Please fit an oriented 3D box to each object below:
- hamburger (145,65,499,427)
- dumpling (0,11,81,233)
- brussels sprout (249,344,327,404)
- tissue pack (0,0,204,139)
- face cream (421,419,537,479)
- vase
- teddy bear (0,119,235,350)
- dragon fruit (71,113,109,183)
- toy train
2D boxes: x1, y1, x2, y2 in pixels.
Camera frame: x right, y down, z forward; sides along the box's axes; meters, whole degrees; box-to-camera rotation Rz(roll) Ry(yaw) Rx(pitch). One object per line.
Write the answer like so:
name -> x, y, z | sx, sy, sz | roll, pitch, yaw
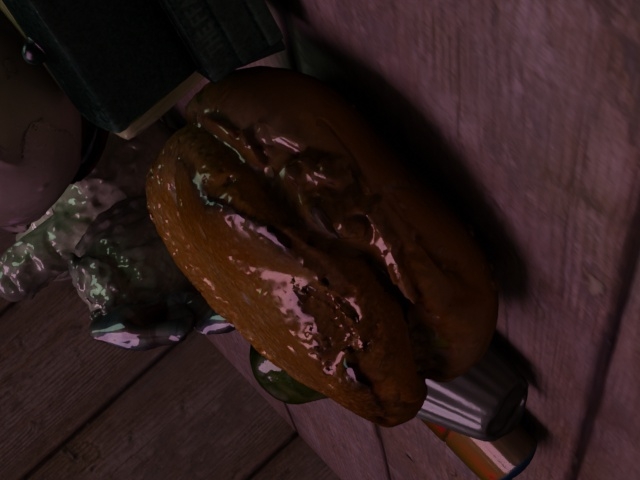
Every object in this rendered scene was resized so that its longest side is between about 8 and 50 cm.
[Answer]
hamburger -> 0.000, 0.000, 1.185 | 0.290, 0.170, 0.314 | 49, 169, -17
dumpling -> -0.336, -0.153, 1.548 | 0.341, 0.181, 0.260 | 29, -139, -68
brussels sprout -> -0.008, 0.117, 1.719 | 0.117, 0.155, 0.155 | 36, 164, 45
tissue pack -> -0.218, -0.222, 1.382 | 0.159, 0.125, 0.234 | 37, 166, 53
face cream -> 0.096, 0.124, 1.514 | 0.285, 0.067, 0.139 | 45, 171, 15
vase -> 0.070, 0.088, 1.371 | 0.248, 0.128, 0.128 | 33, 163, 28
teddy bear -> -0.206, 0.049, 1.791 | 0.375, 0.327, 0.362 | 111, 145, -53
dragon fruit -> -0.286, -0.233, 1.633 | 0.282, 0.100, 0.343 | -6, 113, 58
toy train -> -0.159, -0.214, 1.039 | 0.138, 0.178, 0.330 | 37, 164, 43
